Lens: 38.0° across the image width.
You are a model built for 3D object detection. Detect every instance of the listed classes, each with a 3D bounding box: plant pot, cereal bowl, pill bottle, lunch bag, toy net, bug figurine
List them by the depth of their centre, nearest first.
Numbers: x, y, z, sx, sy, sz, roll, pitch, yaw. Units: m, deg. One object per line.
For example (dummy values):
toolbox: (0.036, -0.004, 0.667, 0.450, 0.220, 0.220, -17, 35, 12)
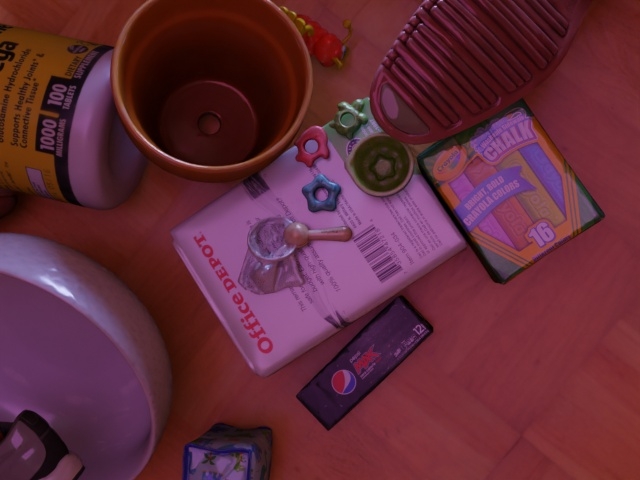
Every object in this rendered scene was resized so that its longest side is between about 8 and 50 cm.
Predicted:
toy net: (-0.013, -0.041, 0.982, 0.232, 0.045, 0.122, -43, 83, 4)
plant pot: (-0.123, -0.151, 1.031, 0.205, 0.188, 0.205, 2, 79, -9)
bug figurine: (-0.027, -0.327, 1.043, 0.072, 0.279, 0.216, -32, 63, -33)
cereal bowl: (-0.319, 0.126, 1.061, 0.339, 0.141, 0.338, 8, 125, 12)
lunch bag: (-0.110, 0.296, 1.065, 0.096, 0.129, 0.151, 2, 91, 10)
pill bottle: (-0.377, -0.158, 1.083, 0.334, 0.188, 0.187, 13, 91, 8)

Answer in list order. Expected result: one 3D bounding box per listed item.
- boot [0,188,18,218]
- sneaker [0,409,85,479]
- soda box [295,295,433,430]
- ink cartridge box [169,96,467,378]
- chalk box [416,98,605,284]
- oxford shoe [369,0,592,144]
boot: (-0.474, 0.059, 1.140, 0.284, 0.109, 0.220, -19, 93, -2)
sneaker: (-0.389, 0.254, 1.031, 0.272, 0.100, 0.108, -21, 105, 21)
soda box: (0.052, 0.141, 1.082, 0.169, 0.053, 0.060, -44, 83, 5)
ink cartridge box: (0.000, 0.000, 1.061, 0.273, 0.115, 0.198, -33, 84, 6)
chalk box: (0.190, -0.073, 1.027, 0.132, 0.132, 0.213, -35, 83, 6)
oxford shoe: (0.196, -0.240, 0.990, 0.397, 0.146, 0.140, -42, 98, -11)
